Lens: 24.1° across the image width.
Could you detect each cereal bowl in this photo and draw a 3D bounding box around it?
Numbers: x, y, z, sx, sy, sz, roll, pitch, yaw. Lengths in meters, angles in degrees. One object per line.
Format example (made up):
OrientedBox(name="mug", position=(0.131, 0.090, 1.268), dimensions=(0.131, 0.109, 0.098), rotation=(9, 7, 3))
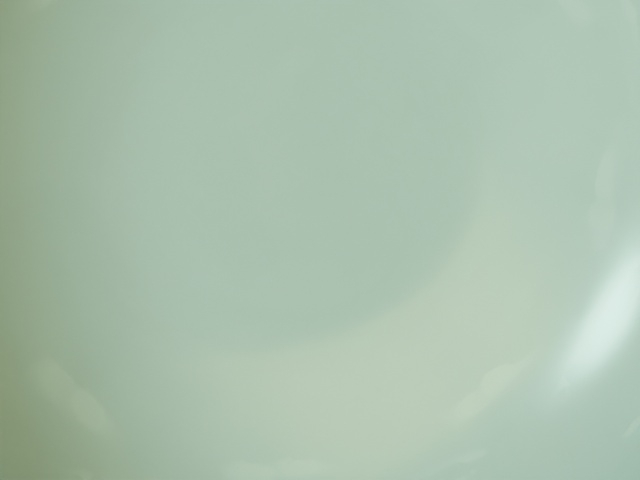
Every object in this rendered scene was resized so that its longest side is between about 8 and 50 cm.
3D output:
OrientedBox(name="cereal bowl", position=(0.000, 0.000, 0.472), dimensions=(0.339, 0.141, 0.338), rotation=(-4, 116, -8))
